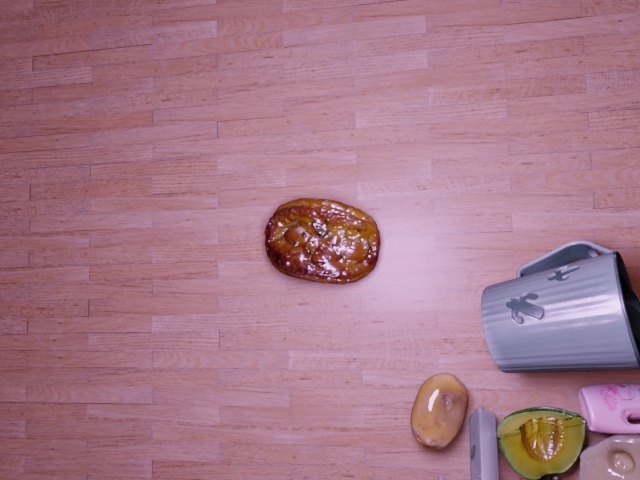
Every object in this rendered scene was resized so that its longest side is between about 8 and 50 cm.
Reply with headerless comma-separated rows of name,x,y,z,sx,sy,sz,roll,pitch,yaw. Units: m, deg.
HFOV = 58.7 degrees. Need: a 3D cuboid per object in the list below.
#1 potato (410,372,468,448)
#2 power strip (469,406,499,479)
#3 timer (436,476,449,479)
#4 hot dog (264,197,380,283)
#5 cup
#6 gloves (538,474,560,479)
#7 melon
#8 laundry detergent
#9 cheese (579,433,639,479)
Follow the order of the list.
potato,0.364,0.525,1.769,0.150,0.146,0.234,31,74,-29
power strip,0.479,0.662,1.664,0.062,0.091,0.385,14,46,-1
timer,0.410,0.862,1.704,0.194,0.192,0.195,22,90,11
hot dog,0.000,0.000,1.856,0.387,0.174,0.267,9,89,10
cup,0.699,0.203,1.617,0.392,0.401,0.311,-15,99,31
gloves,0.712,0.818,1.695,0.135,0.107,0.268,-12,69,-22
melon,0.653,0.610,1.720,0.264,0.129,0.170,-11,97,-4
laundry detergent,0.949,0.491,1.671,0.334,0.088,0.159,-3,44,7
cheese,0.897,0.699,1.605,0.326,0.115,0.318,-52,51,22
